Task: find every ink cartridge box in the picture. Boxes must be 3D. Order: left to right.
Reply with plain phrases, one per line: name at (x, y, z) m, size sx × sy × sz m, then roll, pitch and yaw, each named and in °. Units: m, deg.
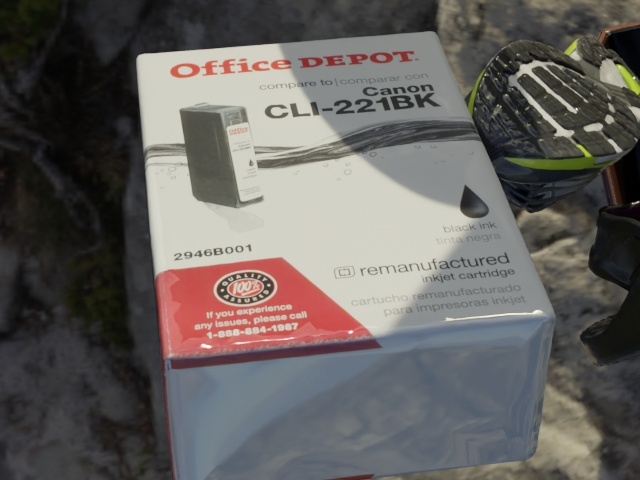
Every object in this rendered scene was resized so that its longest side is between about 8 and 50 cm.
ink cartridge box at (0.000, 0.000, 0.769) m, size 0.273 × 0.197 × 0.114 m, roll -104°, pitch 11°, yaw -49°

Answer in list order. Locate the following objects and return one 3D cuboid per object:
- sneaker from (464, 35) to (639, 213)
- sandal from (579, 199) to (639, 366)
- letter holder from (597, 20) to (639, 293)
sneaker at (0.165, -0.069, 0.967) m, size 0.111 × 0.300 × 0.121 m, roll 46°, pitch 115°, yaw 15°
sandal at (0.251, -0.004, 0.841) m, size 0.167 × 0.446 × 0.107 m, roll -21°, pitch 79°, yaw -1°
letter holder at (0.411, -0.087, 1.520) m, size 0.152 × 0.214 × 0.302 m, roll -8°, pitch 109°, yaw 24°
